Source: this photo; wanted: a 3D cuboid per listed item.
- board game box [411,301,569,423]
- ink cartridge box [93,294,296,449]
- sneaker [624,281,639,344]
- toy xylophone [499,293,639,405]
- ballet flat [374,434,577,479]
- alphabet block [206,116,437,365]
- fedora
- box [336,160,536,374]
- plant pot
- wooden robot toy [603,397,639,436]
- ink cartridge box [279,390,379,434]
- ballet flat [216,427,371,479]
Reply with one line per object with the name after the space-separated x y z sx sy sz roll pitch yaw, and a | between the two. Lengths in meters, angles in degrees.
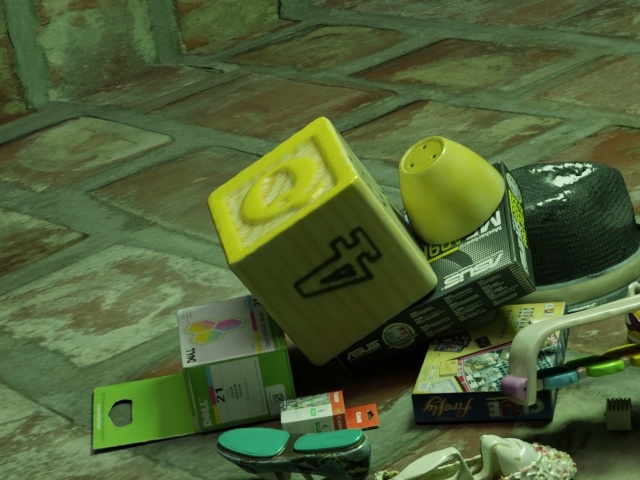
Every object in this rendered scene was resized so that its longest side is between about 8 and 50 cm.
0.213 0.147 2.004 0.165 0.042 0.243 -4 21 16 | board game box
-0.168 0.163 2.054 0.255 0.097 0.189 -10 21 -4 | ink cartridge box
0.446 0.099 1.968 0.185 0.084 0.069 9 27 40 | sneaker
0.355 0.107 1.846 0.322 0.081 0.236 -13 -1 3 | toy xylophone
0.161 0.249 1.714 0.241 0.077 0.091 -16 21 -18 | ballet flat
0.000 0.000 2.037 0.193 0.197 0.192 -36 30 5 | alphabet block
0.319 -0.016 2.230 0.334 0.153 0.334 -8 21 3 | fedora
0.138 0.033 2.100 0.270 0.060 0.216 -26 32 20 | box
0.153 -0.076 2.075 0.134 0.095 0.134 -26 34 19 | plant pot
0.400 0.173 1.804 0.173 0.079 0.076 3 24 29 | wooden robot toy
0.010 0.207 1.954 0.115 0.029 0.063 -10 20 1 | ink cartridge box
-0.030 0.247 1.823 0.188 0.070 0.070 -2 22 30 | ballet flat
